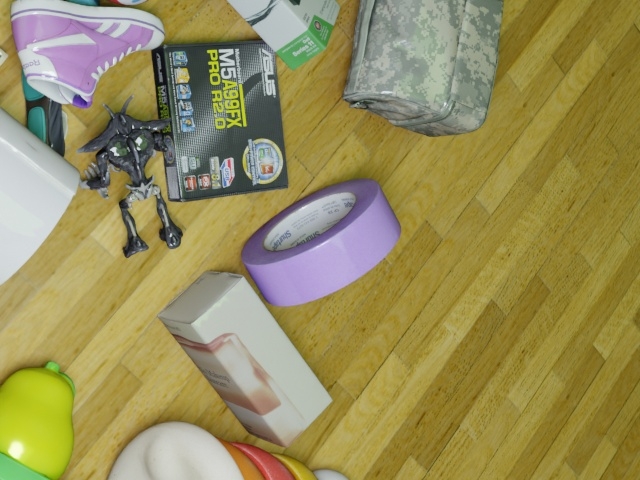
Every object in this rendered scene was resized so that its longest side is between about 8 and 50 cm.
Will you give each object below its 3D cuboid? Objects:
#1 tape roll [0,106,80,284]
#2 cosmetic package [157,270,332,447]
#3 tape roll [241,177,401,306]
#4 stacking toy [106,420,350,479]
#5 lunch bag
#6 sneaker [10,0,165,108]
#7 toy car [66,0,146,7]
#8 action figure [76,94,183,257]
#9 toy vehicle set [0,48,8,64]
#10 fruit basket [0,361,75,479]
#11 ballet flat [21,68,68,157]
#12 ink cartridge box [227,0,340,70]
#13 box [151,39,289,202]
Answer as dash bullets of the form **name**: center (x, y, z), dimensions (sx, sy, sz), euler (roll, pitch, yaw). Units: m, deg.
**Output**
- **tape roll**: center (-0.496, -0.063, 1.434), dimensions (0.169, 0.246, 0.246), euler (41, 72, -26)
- **cosmetic package**: center (-0.131, 0.208, 1.728), dimensions (0.129, 0.153, 0.296), euler (-43, 112, -23)
- **tape roll**: center (0.000, 0.000, 1.723), dimensions (0.275, 0.275, 0.090), euler (-39, 111, -24)
- **stacking toy**: center (-0.110, 0.485, 1.721), dimensions (0.480, 0.351, 0.350), euler (8, 88, -50)
- **lunch bag**: center (0.179, -0.368, 1.849), dimensions (0.256, 0.213, 0.305), euler (14, 85, -32)
- **sneaker**: center (-0.357, -0.285, 1.555), dimensions (0.282, 0.102, 0.161), euler (-9, 86, -48)
- **toy car**: center (-0.322, -0.453, 1.479), dimensions (0.219, 0.238, 0.210), euler (-21, 107, 5)
- **action figure**: center (-0.314, -0.112, 1.607), dimensions (0.164, 0.141, 0.275), euler (-24, 121, -26)
- **toy vehicle set**: center (-0.619, -0.232, 1.469), dimensions (0.166, 0.035, 0.266), euler (43, 72, -26)
- **fruit basket**: center (-0.506, 0.370, 1.489), dimensions (0.392, 0.283, 0.392), euler (39, 30, -28)
- **ballet flat**: center (-0.436, -0.218, 1.571), dimensions (0.074, 0.074, 0.203), euler (-1, 87, -32)
- **ink cartridge box**: center (-0.073, -0.430, 1.730), dimensions (0.208, 0.087, 0.153), euler (44, 39, -26)
- **box**: center (-0.174, -0.212, 1.730), dimensions (0.216, 0.060, 0.270), euler (-9, 97, -31)
